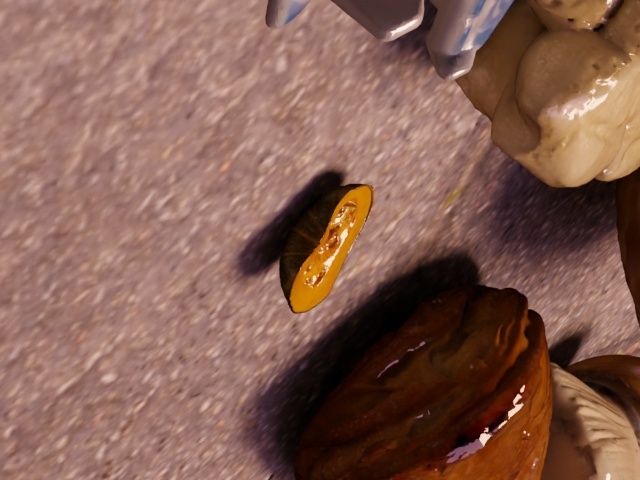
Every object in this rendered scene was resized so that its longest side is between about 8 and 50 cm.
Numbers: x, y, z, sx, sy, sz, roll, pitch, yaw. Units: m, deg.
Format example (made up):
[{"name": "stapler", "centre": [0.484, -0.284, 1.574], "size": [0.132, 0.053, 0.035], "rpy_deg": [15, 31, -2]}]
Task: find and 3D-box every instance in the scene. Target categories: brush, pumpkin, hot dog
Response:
[{"name": "brush", "centre": [0.180, 0.203, 1.509], "size": [0.166, 0.174, 0.266], "rpy_deg": [-2, 149, -40]}, {"name": "pumpkin", "centre": [-0.001, -0.001, 1.041], "size": [0.083, 0.028, 0.050], "rpy_deg": [-55, 154, 0]}, {"name": "hot dog", "centre": [0.083, 0.131, 1.275], "size": [0.196, 0.122, 0.272], "rpy_deg": [-40, 160, -7]}]

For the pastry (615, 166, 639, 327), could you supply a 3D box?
[{"name": "pastry", "centre": [0.369, -0.032, 1.241], "size": [0.389, 0.312, 0.388], "rpy_deg": [-29, 159, -12]}]

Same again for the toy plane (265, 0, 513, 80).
[{"name": "toy plane", "centre": [0.075, -0.174, 0.783], "size": [0.267, 0.123, 0.267], "rpy_deg": [-39, 156, -21]}]

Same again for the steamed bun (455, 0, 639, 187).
[{"name": "steamed bun", "centre": [0.146, -0.122, 1.001], "size": [0.192, 0.106, 0.177], "rpy_deg": [-33, 150, -45]}]
